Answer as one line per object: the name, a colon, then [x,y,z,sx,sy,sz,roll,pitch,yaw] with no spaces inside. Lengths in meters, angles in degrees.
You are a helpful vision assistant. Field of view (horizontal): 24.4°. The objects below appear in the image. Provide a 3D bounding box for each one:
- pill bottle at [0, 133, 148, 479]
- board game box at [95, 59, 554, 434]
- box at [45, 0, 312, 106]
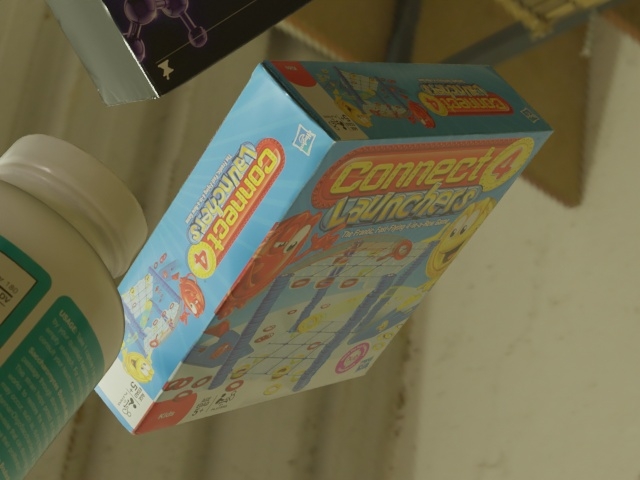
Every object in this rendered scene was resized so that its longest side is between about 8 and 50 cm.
pill bottle: [-0.198,0.065,0.753,0.146,0.146,0.264,47,-123,-17]
board game box: [0.000,0.000,1.180,0.308,0.302,0.086,-8,-129,-52]
box: [-0.056,-0.225,0.895,0.261,0.103,0.184,-36,-70,-21]
